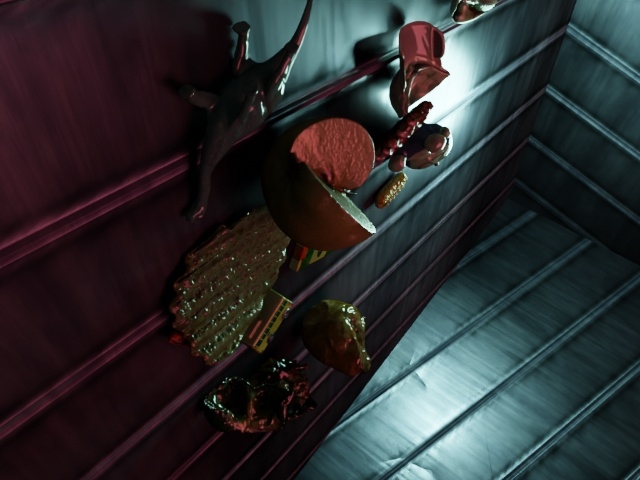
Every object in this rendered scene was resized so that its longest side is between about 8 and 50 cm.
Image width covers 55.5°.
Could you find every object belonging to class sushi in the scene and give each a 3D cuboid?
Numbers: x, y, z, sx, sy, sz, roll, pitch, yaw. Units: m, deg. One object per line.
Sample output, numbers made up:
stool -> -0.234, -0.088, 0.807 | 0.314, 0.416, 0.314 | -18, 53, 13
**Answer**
sushi -> -0.146, 0.490, 1.975 | 0.225, 0.219, 0.238 | -20, 180, 11

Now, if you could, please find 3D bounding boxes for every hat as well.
hat -> 0.239, -0.471, 1.676 | 0.219, 0.164, 0.226 | -41, 113, -29

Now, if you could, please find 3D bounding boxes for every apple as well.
apple -> -0.011, -0.121, 1.364 | 0.258, 0.233, 0.295 | 16, 63, -48

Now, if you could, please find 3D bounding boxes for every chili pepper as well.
chili pepper -> -0.223, 0.488, 1.798 | 0.264, 0.116, 0.148 | 4, 102, -20
chili pepper -> -0.302, 0.239, 1.479 | 0.268, 0.050, 0.059 | 20, 81, -66

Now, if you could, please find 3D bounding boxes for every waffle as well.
waffle -> 0.227, -0.310, 1.773 | 0.234, 0.055, 0.221 | -45, -174, -21

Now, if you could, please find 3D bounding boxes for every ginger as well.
ginger -> 0.043, 0.334, 2.078 | 0.200, 0.223, 0.269 | 58, 26, -56

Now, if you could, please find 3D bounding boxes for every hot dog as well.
hot dog -> 0.244, -0.174, 2.101 | 0.165, 0.045, 0.071 | -45, 152, -28

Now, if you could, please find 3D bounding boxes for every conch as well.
conch -> 0.435, -0.697, 1.754 | 0.153, 0.102, 0.135 | -8, 148, -20

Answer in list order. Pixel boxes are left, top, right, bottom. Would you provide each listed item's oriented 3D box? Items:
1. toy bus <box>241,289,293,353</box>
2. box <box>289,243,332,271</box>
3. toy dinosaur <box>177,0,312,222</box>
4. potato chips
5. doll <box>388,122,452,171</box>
toy bus -> -0.163, 0.221, 1.704 | 0.175, 0.088, 0.101 | -58, 157, -8
box -> 0.000, 0.000, 1.826 | 0.235, 0.034, 0.132 | -25, 141, -53
toy dinosaur -> -0.142, -0.237, 1.172 | 0.383, 0.129, 0.331 | -49, 167, -25
potato chips -> -0.195, 0.092, 1.469 | 0.429, 0.070, 0.358 | -40, 143, -45
doll -> 0.330, -0.303, 1.983 | 0.228, 0.154, 0.258 | -31, 160, 24
